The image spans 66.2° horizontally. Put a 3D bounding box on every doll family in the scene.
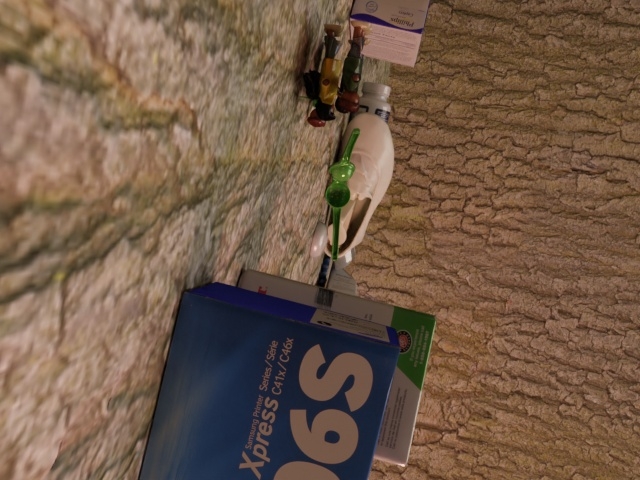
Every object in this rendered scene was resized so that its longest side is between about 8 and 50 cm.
[{"bbox_3d":[0.018,-0.193,0.600,0.193,0.076,0.111,-64,162,-77],"label":"doll family"}]

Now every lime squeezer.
[{"bbox_3d":[0.039,-0.113,1.036,0.110,0.058,0.310,-72,173,-53],"label":"lime squeezer"}]

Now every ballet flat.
[{"bbox_3d":[0.079,-0.105,1.177,0.139,0.139,0.400,-70,175,-45],"label":"ballet flat"}]

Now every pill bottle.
[{"bbox_3d":[0.122,-0.302,1.226,0.094,0.094,0.169,-51,154,-77],"label":"pill bottle"}]

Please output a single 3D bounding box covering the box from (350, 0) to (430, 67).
[{"bbox_3d":[0.122,-0.382,0.876,0.137,0.126,0.072,34,71,-84],"label":"box"}]

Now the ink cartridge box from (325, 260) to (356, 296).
[{"bbox_3d":[0.039,0.234,1.542,0.385,0.091,0.308,-69,174,-70],"label":"ink cartridge box"}]

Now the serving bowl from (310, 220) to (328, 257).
[{"bbox_3d":[0.000,0.000,1.093,0.083,0.027,0.083,14,90,-83],"label":"serving bowl"}]

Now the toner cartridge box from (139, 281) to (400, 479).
[{"bbox_3d":[-0.058,0.222,0.385,0.075,0.165,0.348,1,102,-83],"label":"toner cartridge box"}]

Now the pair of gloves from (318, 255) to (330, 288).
[{"bbox_3d":[0.000,0.149,1.469,0.159,0.023,0.198,92,13,-63],"label":"pair of gloves"}]

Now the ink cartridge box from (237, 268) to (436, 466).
[{"bbox_3d":[0.001,0.130,0.530,0.087,0.208,0.153,91,14,-78],"label":"ink cartridge box"}]

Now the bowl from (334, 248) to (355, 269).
[{"bbox_3d":[0.071,0.009,1.490,0.142,0.053,0.142,-51,136,-72],"label":"bowl"}]
